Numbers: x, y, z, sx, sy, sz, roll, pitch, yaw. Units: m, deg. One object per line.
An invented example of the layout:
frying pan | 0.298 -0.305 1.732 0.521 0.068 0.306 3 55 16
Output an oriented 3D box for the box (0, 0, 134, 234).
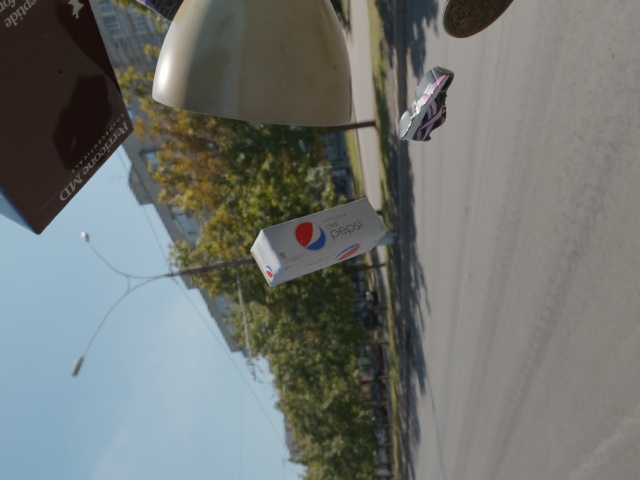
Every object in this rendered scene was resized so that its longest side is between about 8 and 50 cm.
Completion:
box | -0.330 -0.187 0.597 0.191 0.143 0.381 -57 -10 -24

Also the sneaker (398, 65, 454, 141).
sneaker | 0.230 -0.276 1.256 0.178 0.077 0.072 123 151 -46

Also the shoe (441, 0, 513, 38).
shoe | 0.236 -0.361 0.795 0.219 0.076 0.058 -53 13 18

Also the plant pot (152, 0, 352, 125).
plant pot | -0.084 -0.279 0.850 0.284 0.284 0.191 -94 10 -71

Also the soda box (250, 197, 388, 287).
soda box | 0.000 0.000 0.995 0.074 0.216 0.069 59 144 18

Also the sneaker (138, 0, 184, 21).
sneaker | -0.313 -0.471 1.030 0.131 0.112 0.319 47 -161 32
